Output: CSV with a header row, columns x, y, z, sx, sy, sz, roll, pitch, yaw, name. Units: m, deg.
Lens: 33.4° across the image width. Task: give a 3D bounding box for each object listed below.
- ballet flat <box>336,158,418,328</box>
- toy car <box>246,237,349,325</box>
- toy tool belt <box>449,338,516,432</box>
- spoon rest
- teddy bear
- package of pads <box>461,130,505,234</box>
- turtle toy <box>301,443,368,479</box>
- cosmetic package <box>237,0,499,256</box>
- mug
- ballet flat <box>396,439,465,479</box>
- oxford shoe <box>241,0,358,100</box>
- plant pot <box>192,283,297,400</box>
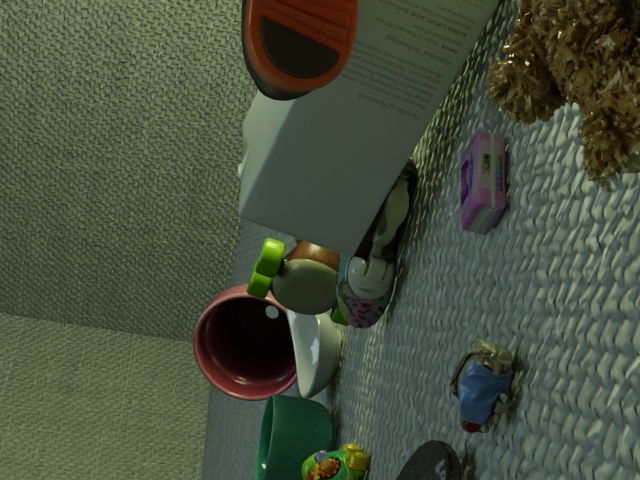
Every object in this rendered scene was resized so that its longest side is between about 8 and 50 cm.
x,y,z,sx,sy,sz,roll,pitch,yaw,name
0.071,0.000,1.287,0.079,0.076,0.222,-160,84,-77,ballet flat
0.000,0.000,1.504,0.149,0.155,0.188,118,170,-62,toy car
0.129,0.125,0.852,0.051,0.052,0.083,-81,3,-72,toy tool belt
-0.016,0.119,1.648,0.276,0.084,0.137,-89,12,-46,spoon rest
0.180,-0.182,0.676,0.245,0.113,0.338,116,161,-53,teddy bear
0.148,-0.052,0.975,0.050,0.031,0.083,117,161,-57,package of pads
0.014,0.298,1.328,0.130,0.066,0.095,-172,92,-81,turtle toy
0.044,-0.201,1.193,0.217,0.156,0.385,-92,24,-53,cosmetic package
-0.036,0.301,1.533,0.129,0.097,0.158,-92,14,-49,mug
0.086,0.298,0.946,0.084,0.058,0.250,-156,79,-68,ballet flat
-0.016,-0.311,1.013,0.132,0.129,0.364,167,117,-75,oxford shoe
-0.106,0.158,1.890,0.180,0.201,0.201,-58,-18,-71,plant pot
